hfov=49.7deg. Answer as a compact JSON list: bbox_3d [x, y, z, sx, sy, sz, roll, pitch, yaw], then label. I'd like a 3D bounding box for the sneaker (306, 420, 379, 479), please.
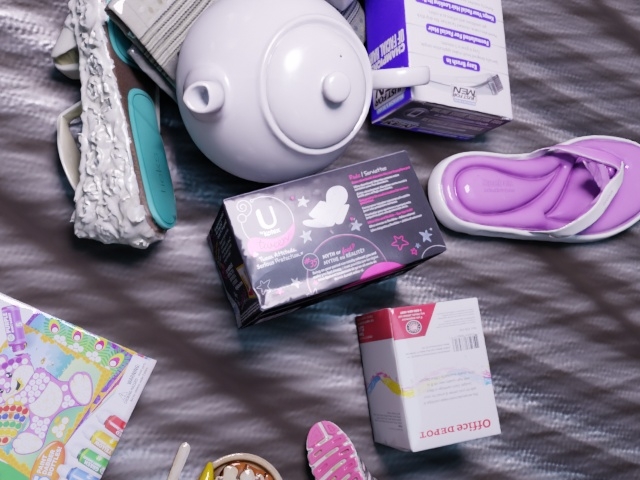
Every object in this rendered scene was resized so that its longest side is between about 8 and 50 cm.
[{"bbox_3d":[0.040,0.310,0.884,0.063,0.075,0.170,-36,68,-3],"label":"sneaker"}]

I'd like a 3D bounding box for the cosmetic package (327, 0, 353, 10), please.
[{"bbox_3d":[0.077,-0.418,0.877,0.085,0.117,0.231,40,78,5],"label":"cosmetic package"}]

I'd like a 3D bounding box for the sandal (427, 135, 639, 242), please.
[{"bbox_3d":[0.364,-0.077,1.038,0.417,0.102,0.169,-10,82,-19],"label":"sandal"}]

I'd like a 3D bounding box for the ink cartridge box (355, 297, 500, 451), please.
[{"bbox_3d":[0.136,0.173,0.901,0.128,0.127,0.176,-4,80,-19],"label":"ink cartridge box"}]

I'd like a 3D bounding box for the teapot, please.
[{"bbox_3d":[-0.027,-0.180,0.805,0.252,0.187,0.256,42,73,-35],"label":"teapot"}]

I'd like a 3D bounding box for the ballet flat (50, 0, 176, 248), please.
[{"bbox_3d":[-0.269,-0.187,0.855,0.147,0.147,0.408,-3,79,-18],"label":"ballet flat"}]

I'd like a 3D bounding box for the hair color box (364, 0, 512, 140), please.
[{"bbox_3d":[0.166,-0.331,1.011,0.185,0.110,0.338,4,76,-30],"label":"hair color box"}]

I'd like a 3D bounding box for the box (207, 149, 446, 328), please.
[{"bbox_3d":[0.000,0.000,0.876,0.248,0.163,0.142,-16,81,-20],"label":"box"}]

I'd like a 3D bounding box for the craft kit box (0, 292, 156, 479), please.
[{"bbox_3d":[-0.351,0.198,0.770,0.247,0.061,0.249,27,72,-15],"label":"craft kit box"}]

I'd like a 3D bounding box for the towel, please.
[{"bbox_3d":[-0.091,-0.288,0.904,0.312,0.056,0.324,49,64,-37],"label":"towel"}]

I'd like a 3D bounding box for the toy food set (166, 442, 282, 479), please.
[{"bbox_3d":[-0.099,0.329,0.843,0.192,0.038,0.132,20,74,-13],"label":"toy food set"}]
